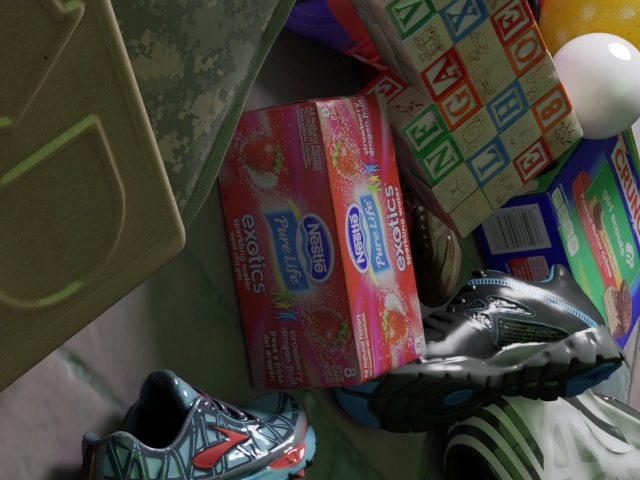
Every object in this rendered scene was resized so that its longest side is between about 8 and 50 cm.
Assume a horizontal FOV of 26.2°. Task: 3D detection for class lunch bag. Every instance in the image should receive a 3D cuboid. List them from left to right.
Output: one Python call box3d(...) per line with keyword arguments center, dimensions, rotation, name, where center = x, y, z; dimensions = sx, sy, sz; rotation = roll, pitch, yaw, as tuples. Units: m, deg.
box3d(center=(-0.174, -0.127, 0.962), dimensions=(0.235, 0.169, 0.287), rotation=(24, 90, -52), name="lunch bag")

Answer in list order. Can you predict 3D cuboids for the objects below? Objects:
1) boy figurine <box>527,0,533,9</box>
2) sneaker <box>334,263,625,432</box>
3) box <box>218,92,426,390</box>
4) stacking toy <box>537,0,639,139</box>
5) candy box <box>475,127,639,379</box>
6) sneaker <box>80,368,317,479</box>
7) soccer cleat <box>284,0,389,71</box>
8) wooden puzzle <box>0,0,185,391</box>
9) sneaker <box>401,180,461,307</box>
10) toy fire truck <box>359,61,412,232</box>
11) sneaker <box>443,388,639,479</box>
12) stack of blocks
box3d(center=(0.245, -0.434, 1.737), dimensions=(0.177, 0.092, 0.285), rotation=(88, 7, -68), name="boy figurine")
box3d(center=(0.153, 0.110, 1.443), dimensions=(0.340, 0.125, 0.140), rotation=(-5, 60, -31), name="sneaker")
box3d(center=(0.000, 0.000, 1.262), dimensions=(0.128, 0.122, 0.257), rotation=(-15, 97, -57), name="box")
box3d(center=(0.368, -0.268, 1.649), dimensions=(0.480, 0.350, 0.351), rotation=(-49, 125, -50), name="stacking toy")
box3d(center=(0.333, -0.007, 1.789), dimensions=(0.317, 0.122, 0.268), rotation=(-49, 124, -51), name="candy box")
box3d(center=(-0.093, 0.157, 1.109), dimensions=(0.262, 0.104, 0.125), rotation=(-26, 104, -56), name="sneaker")
box3d(center=(0.093, -0.207, 1.402), dimensions=(0.318, 0.108, 0.116), rotation=(-3, 88, -39), name="soccer cleat")
box3d(center=(-0.244, -0.023, 0.777), dimensions=(0.322, 0.080, 0.348), rotation=(-39, 144, -25), name="wooden puzzle")
box3d(center=(0.107, -0.020, 1.508), dimensions=(0.071, 0.066, 0.188), rotation=(17, 64, -38), name="sneaker")
box3d(center=(0.065, -0.094, 1.453), dimensions=(0.135, 0.047, 0.192), rotation=(-32, 111, -56), name="toy fire truck")
box3d(center=(0.275, 0.299, 1.647), dimensions=(0.447, 0.169, 0.257), rotation=(42, 59, -36), name="sneaker")
box3d(center=(0.127, -0.162, 1.335), dimensions=(0.171, 0.087, 0.297), rotation=(-40, 134, -6), name="stack of blocks")
